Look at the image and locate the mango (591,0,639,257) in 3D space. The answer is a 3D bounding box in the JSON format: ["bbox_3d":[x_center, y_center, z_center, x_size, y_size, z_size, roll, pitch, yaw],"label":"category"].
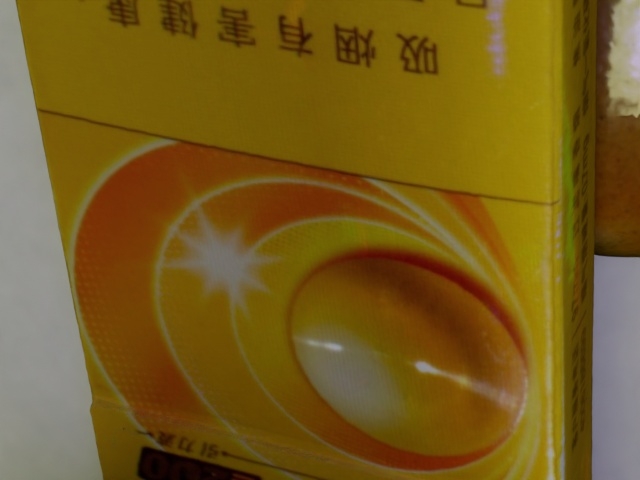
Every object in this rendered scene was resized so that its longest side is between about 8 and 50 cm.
[{"bbox_3d":[0.081,-0.074,0.543,0.111,0.089,0.163,-15,97,16],"label":"mango"}]

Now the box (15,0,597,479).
[{"bbox_3d":[0.000,0.000,0.540,0.152,0.043,0.269,13,131,21],"label":"box"}]
